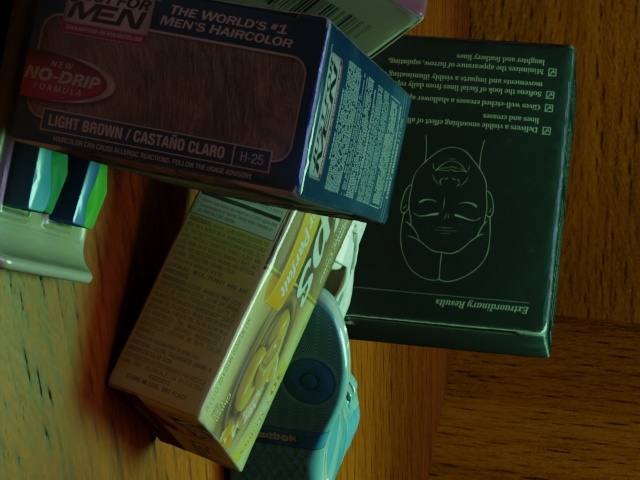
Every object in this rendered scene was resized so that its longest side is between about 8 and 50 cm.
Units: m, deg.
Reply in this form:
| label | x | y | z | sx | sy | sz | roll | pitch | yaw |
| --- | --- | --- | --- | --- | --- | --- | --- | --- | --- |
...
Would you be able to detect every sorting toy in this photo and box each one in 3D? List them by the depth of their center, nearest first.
| label | x | y | z | sx | sy | sz | roll | pitch | yaw |
| --- | --- | --- | --- | --- | --- | --- | --- | --- | --- |
| sorting toy | -0.162 | -0.080 | 1.082 | 0.193 | 0.038 | 0.208 | 25 | 70 | -79 |

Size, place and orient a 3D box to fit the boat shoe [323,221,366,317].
| label | x | y | z | sx | sy | sz | roll | pitch | yaw |
| --- | --- | --- | --- | --- | --- | --- | --- | --- | --- |
| boat shoe | 0.000 | 0.000 | 1.862 | 0.096 | 0.098 | 0.277 | -69 | 163 | -59 |

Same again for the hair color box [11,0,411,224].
| label | x | y | z | sx | sy | sz | roll | pitch | yaw |
| --- | --- | --- | --- | --- | --- | --- | --- | --- | --- |
| hair color box | -0.054 | -0.081 | 1.098 | 0.347 | 0.174 | 0.105 | 14 | 87 | -79 |

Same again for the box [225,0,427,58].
| label | x | y | z | sx | sy | sz | roll | pitch | yaw |
| --- | --- | --- | --- | --- | --- | --- | --- | --- | --- |
| box | 0.010 | -0.278 | 1.406 | 0.127 | 0.149 | 0.232 | -31 | -140 | 50 |

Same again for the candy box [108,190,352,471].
| label | x | y | z | sx | sy | sz | roll | pitch | yaw |
| --- | --- | --- | --- | --- | --- | --- | --- | --- | --- |
| candy box | -0.053 | 0.015 | 1.402 | 0.183 | 0.088 | 0.316 | 71 | 40 | -68 |

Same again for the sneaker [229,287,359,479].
| label | x | y | z | sx | sy | sz | roll | pitch | yaw |
| --- | --- | --- | --- | --- | --- | --- | --- | --- | --- |
| sneaker | -0.021 | 0.143 | 1.764 | 0.208 | 0.127 | 0.319 | -65 | 168 | -57 |

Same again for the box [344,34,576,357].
| label | x | y | z | sx | sy | sz | roll | pitch | yaw |
| --- | --- | --- | --- | --- | --- | --- | --- | --- | --- |
| box | 0.183 | -0.058 | 2.301 | 0.212 | 0.294 | 0.395 | 54 | 43 | -74 |
